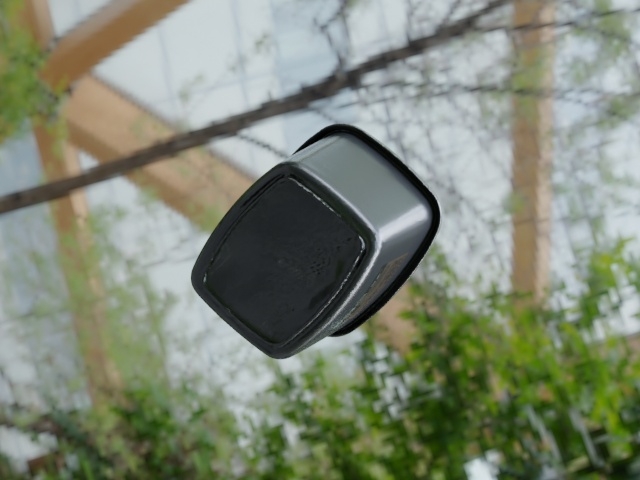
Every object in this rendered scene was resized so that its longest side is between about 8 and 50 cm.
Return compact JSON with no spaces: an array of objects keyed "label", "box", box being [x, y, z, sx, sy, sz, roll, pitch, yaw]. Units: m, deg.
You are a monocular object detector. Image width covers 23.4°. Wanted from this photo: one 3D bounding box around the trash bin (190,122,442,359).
[{"label":"trash bin","box":[0.000,0.000,1.582,0.182,0.209,0.290,43,16,6]}]
